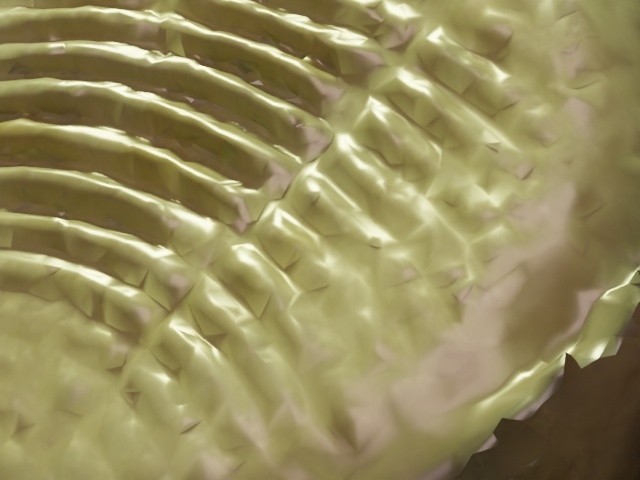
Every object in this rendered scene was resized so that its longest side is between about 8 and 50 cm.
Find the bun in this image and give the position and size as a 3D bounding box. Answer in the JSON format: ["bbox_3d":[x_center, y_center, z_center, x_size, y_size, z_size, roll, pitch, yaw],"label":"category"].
[{"bbox_3d":[0.000,0.000,0.462,0.259,0.152,0.259,-9,59,15],"label":"bun"}]
